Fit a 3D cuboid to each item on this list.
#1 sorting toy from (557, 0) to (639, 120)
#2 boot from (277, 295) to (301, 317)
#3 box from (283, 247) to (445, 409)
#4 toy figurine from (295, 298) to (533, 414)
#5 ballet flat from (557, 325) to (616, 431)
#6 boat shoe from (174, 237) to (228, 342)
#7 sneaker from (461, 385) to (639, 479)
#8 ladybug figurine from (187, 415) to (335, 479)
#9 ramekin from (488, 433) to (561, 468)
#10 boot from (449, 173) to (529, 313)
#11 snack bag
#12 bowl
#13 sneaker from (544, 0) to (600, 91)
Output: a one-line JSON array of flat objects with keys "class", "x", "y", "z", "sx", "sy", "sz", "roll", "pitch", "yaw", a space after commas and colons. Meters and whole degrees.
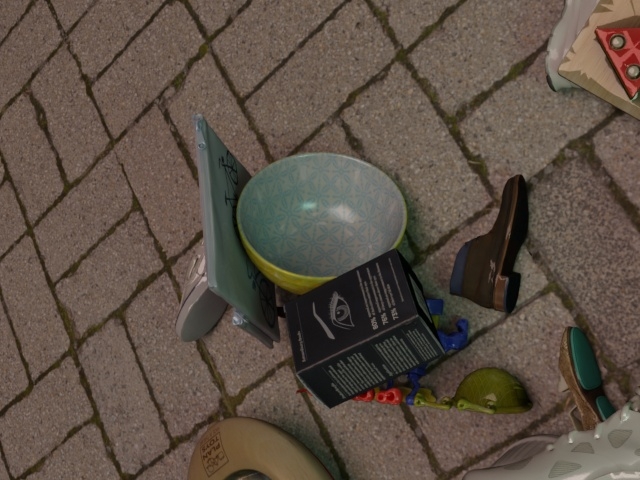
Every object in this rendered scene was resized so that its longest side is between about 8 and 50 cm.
[{"class": "sorting toy", "x": 0.506, "y": -0.286, "z": 1.192, "sx": 0.255, "sy": 0.089, "sz": 0.257, "roll": 33, "pitch": 104, "yaw": 12}, {"class": "boot", "x": -0.040, "y": 0.091, "z": 1.598, "sx": 0.106, "sy": 0.037, "sz": 0.114, "roll": 10, "pitch": 90, "yaw": 28}, {"class": "box", "x": 0.062, "y": 0.134, "z": 1.311, "sx": 0.207, "sy": 0.108, "sz": 0.153, "roll": -27, "pitch": 40, "yaw": 13}, {"class": "toy figurine", "x": 0.150, "y": 0.155, "z": 1.379, "sx": 0.362, "sy": 0.191, "sz": 0.217, "roll": -2, "pitch": 79, "yaw": 33}, {"class": "ballet flat", "x": 0.388, "y": 0.231, "z": 1.275, "sx": 0.067, "sy": 0.073, "sz": 0.206, "roll": -36, "pitch": 62, "yaw": 41}, {"class": "boat shoe", "x": -0.224, "y": 0.067, "z": 1.692, "sx": 0.088, "sy": 0.096, "sz": 0.268, "roll": 30, "pitch": 100, "yaw": 37}, {"class": "sneaker", "x": 0.392, "y": 0.256, "z": 1.091, "sx": 0.447, "sy": 0.169, "sz": 0.258, "roll": -8, "pitch": 58, "yaw": 32}, {"class": "ladybug figurine", "x": -0.067, "y": 0.501, "z": 1.491, "sx": 0.305, "sy": 0.162, "sz": 0.449, "roll": -42, "pitch": 64, "yaw": 22}, {"class": "ramekin", "x": 0.320, "y": 0.395, "z": 1.248, "sx": 0.207, "sy": 0.109, "sz": 0.207, "roll": 6, "pitch": 100, "yaw": 40}, {"class": "boot", "x": 0.267, "y": 0.000, "z": 1.375, "sx": 0.106, "sy": 0.082, "sz": 0.219, "roll": 8, "pitch": 91, "yaw": 32}, {"class": "snack bag", "x": -0.146, "y": -0.004, "z": 1.484, "sx": 0.037, "sy": 0.342, "sz": 0.323, "roll": -12, "pitch": 68, "yaw": 11}, {"class": "bowl", "x": 0.000, "y": 0.000, "z": 1.489, "sx": 0.289, "sy": 0.289, "sz": 0.156, "roll": 43, "pitch": 150, "yaw": 30}, {"class": "sneaker", "x": 0.430, "y": -0.368, "z": 1.310, "sx": 0.129, "sy": 0.111, "sz": 0.297, "roll": 12, "pitch": 98, "yaw": 23}]
